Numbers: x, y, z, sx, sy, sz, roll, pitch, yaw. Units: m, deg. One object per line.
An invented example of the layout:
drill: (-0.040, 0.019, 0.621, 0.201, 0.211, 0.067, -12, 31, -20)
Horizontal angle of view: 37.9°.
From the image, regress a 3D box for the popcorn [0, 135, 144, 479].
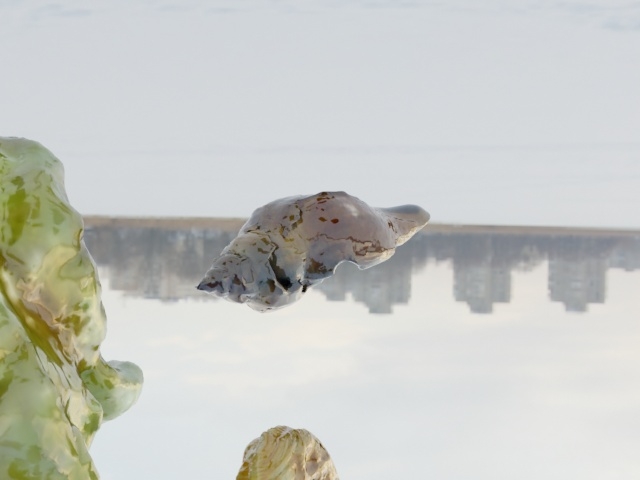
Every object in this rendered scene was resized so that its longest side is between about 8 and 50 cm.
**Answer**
popcorn: (-0.277, 0.039, 0.571, 0.279, 0.335, 0.274, -15, 175, 5)

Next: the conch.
conch: (-0.001, -0.004, 0.728, 0.232, 0.080, 0.086, -26, -162, -25)

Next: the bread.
bread: (-0.013, 0.166, 0.590, 0.044, 0.111, 0.083, -19, -146, 22)
